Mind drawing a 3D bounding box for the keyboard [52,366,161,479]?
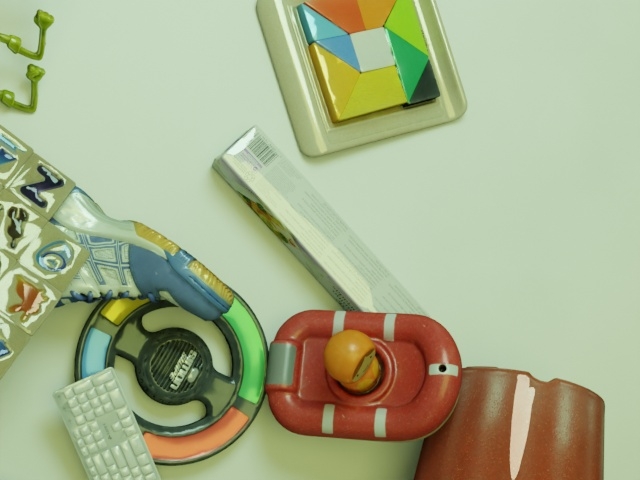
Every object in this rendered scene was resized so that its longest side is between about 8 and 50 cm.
[{"bbox_3d":[-0.220,0.271,1.191,0.072,0.014,0.256,-22,102,-9],"label":"keyboard"}]

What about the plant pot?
[{"bbox_3d":[0.218,0.302,1.244,0.272,0.272,0.265,17,70,-16],"label":"plant pot"}]

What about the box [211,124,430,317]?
[{"bbox_3d":[0.000,0.000,1.299,0.324,0.063,0.067,47,73,-8],"label":"box"}]

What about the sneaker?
[{"bbox_3d":[-0.243,0.033,1.181,0.296,0.112,0.131,27,79,9],"label":"sneaker"}]

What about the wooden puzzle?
[{"bbox_3d":[0.059,-0.238,1.358,0.239,0.044,0.220,-17,89,-19],"label":"wooden puzzle"}]

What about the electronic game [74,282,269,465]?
[{"bbox_3d":[-0.171,0.147,1.233,0.229,0.048,0.229,2,82,-18],"label":"electronic game"}]

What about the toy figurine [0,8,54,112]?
[{"bbox_3d":[-0.412,-0.338,1.176,0.191,0.217,0.362,-9,130,-33],"label":"toy figurine"}]

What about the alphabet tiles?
[{"bbox_3d":[-0.400,0.012,1.032,0.285,0.011,0.342,38,56,-14],"label":"alphabet tiles"}]

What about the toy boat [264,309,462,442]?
[{"bbox_3d":[0.044,0.144,1.195,0.231,0.151,0.151,1,70,12],"label":"toy boat"}]
